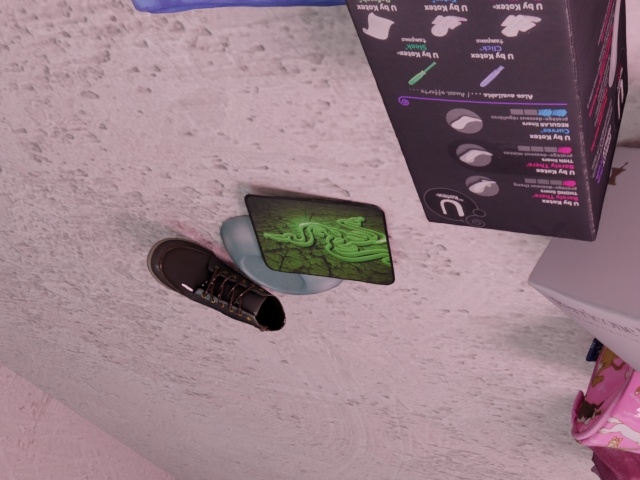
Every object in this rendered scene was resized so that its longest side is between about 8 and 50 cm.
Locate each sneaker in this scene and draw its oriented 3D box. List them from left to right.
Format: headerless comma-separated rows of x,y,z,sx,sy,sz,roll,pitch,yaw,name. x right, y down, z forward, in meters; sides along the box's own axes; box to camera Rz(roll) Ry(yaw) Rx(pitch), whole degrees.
-0.149,0.065,1.285,0.222,0.083,0.118,32,170,-39,sneaker

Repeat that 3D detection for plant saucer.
-0.062,0.035,1.238,0.194,0.037,0.195,18,154,10,plant saucer

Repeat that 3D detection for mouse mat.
0.000,0.000,1.115,0.189,0.007,0.153,5,139,18,mouse mat

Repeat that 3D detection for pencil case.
0.511,0.245,1.054,0.386,0.160,0.167,21,-170,1,pencil case

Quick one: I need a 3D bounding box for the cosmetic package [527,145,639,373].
0.436,0.112,0.779,0.453,0.162,0.230,36,175,-24,cosmetic package

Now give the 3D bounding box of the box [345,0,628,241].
0.134,-0.144,0.616,0.143,0.165,0.270,8,149,26,box

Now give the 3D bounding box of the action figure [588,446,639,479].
0.477,0.430,1.179,0.248,0.370,0.276,7,130,-15,action figure

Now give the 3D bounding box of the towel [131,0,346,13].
-0.076,-0.278,0.595,0.243,0.040,0.336,3,155,12,towel
